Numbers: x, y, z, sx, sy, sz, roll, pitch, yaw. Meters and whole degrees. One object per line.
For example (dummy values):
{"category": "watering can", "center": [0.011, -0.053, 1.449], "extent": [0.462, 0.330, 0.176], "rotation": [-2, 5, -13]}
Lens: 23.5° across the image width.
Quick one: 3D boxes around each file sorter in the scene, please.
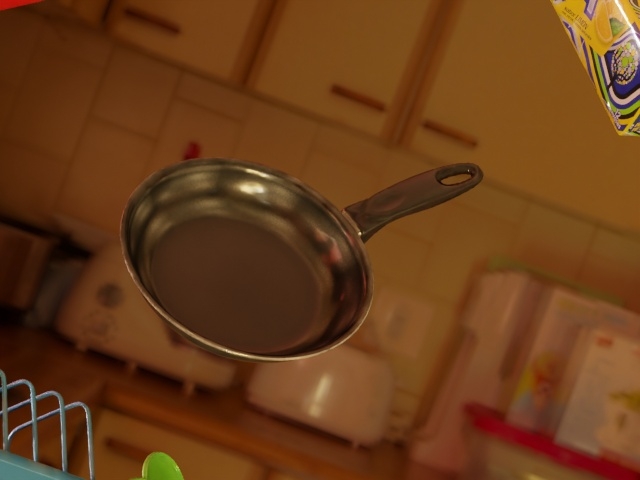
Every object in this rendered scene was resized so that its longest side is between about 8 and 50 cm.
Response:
{"category": "file sorter", "center": [-0.304, 0.188, 1.429], "extent": [0.118, 0.104, 0.170], "rotation": [-23, -33, 25]}

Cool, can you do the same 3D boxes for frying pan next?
{"category": "frying pan", "center": [-0.025, -0.016, 1.198], "extent": [0.197, 0.053, 0.326], "rotation": [35, 43, 9]}

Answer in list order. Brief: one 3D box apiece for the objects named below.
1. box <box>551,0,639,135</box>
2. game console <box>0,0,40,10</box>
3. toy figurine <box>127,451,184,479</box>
{"category": "box", "center": [0.182, -0.139, 0.915], "extent": [0.059, 0.054, 0.169], "rotation": [2, 49, -26]}
{"category": "game console", "center": [-0.341, -0.328, 1.177], "extent": [0.342, 0.386, 0.060], "rotation": [-9, -20, 10]}
{"category": "toy figurine", "center": [-0.227, 0.304, 1.540], "extent": [0.159, 0.173, 0.130], "rotation": [-21, -54, 24]}
